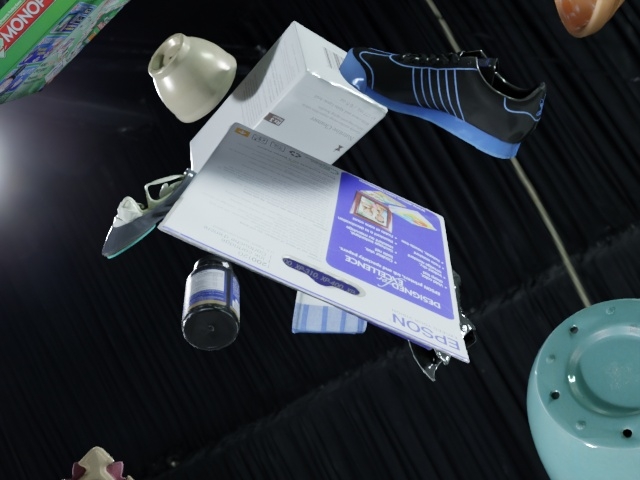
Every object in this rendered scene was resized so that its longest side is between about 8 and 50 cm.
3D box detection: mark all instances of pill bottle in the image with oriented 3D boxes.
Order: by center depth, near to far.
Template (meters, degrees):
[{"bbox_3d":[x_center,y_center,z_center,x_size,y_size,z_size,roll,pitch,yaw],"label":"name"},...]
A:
[{"bbox_3d":[-0.242,0.130,1.394,0.123,0.122,0.219,-31,31,12],"label":"pill bottle"}]

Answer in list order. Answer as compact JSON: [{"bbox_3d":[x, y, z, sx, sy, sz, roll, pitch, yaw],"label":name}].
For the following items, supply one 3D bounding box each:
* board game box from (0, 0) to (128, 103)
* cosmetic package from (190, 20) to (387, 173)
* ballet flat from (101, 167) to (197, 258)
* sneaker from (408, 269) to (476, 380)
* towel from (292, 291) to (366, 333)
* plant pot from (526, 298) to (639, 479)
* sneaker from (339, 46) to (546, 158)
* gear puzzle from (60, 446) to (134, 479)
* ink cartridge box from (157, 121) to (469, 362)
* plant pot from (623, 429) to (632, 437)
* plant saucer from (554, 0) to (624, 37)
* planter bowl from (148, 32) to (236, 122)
[{"bbox_3d":[-0.323,-0.255,0.754,0.213,0.046,0.317,-44,20,5],"label":"board game box"},{"bbox_3d":[-0.081,-0.228,1.289,0.217,0.156,0.385,17,-45,-36],"label":"cosmetic package"},{"bbox_3d":[-0.277,-0.053,1.010,0.203,0.074,0.074,-35,-7,-14],"label":"ballet flat"},{"bbox_3d":[0.135,0.087,0.687,0.170,0.089,0.051,-13,-35,-56],"label":"sneaker"},{"bbox_3d":[0.044,0.052,1.268,0.034,0.284,0.209,11,0,45],"label":"towel"},{"bbox_3d":[0.384,0.206,0.735,0.293,0.293,0.235,-31,-53,15],"label":"plant pot"},{"bbox_3d":[0.139,-0.182,0.709,0.090,0.232,0.081,-68,-6,35],"label":"sneaker"},{"bbox_3d":[-0.303,0.404,0.662,0.339,0.175,0.044,-46,-6,-18],"label":"gear puzzle"},{"bbox_3d":[0.000,0.000,0.461,0.208,0.206,0.045,-79,15,-63],"label":"ink cartridge box"},{"bbox_3d":[0.426,0.287,0.814,0.110,0.237,0.237,-21,-1,42],"label":"plant pot"},{"bbox_3d":[0.233,-0.279,0.534,0.037,0.199,0.200,-7,-5,10],"label":"plant saucer"},{"bbox_3d":[-0.256,-0.323,1.190,0.162,0.162,0.109,-32,-45,21],"label":"planter bowl"}]
